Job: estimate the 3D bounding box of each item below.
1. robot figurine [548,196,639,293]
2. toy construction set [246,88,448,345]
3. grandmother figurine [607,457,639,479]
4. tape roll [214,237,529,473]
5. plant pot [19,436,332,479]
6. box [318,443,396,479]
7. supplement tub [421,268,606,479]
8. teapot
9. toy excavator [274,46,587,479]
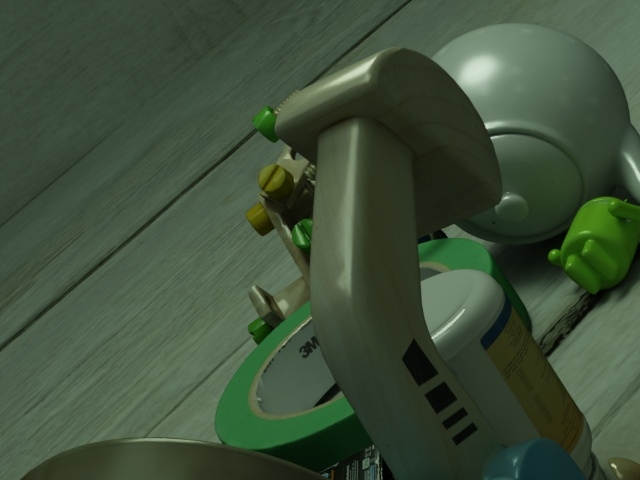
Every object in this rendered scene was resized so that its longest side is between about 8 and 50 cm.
[{"bbox_3d":[0.269,0.002,1.774,0.101,0.067,0.115,-47,6,37],"label":"robot figurine"},{"bbox_3d":[0.000,0.000,2.099,0.237,0.257,0.309,-44,-6,10],"label":"toy construction set"},{"bbox_3d":[0.367,0.107,1.253,0.342,0.104,0.207,-30,44,5],"label":"grandmother figurine"},{"bbox_3d":[0.048,0.124,1.822,0.321,0.077,0.321,-31,19,12],"label":"tape roll"},{"bbox_3d":[-0.093,0.332,1.193,0.323,0.323,0.280,-23,36,33],"label":"plant pot"},{"bbox_3d":[-0.014,0.272,1.466,0.184,0.045,0.190,-32,31,23],"label":"box"},{"bbox_3d":[0.121,0.138,1.439,0.144,0.199,0.144,-31,16,10],"label":"supplement tub"},{"bbox_3d":[0.193,-0.086,1.896,0.256,0.252,0.187,-38,24,34],"label":"teapot"},{"bbox_3d":[0.080,0.157,1.024,0.222,0.445,0.433,-22,20,34],"label":"toy excavator"}]
